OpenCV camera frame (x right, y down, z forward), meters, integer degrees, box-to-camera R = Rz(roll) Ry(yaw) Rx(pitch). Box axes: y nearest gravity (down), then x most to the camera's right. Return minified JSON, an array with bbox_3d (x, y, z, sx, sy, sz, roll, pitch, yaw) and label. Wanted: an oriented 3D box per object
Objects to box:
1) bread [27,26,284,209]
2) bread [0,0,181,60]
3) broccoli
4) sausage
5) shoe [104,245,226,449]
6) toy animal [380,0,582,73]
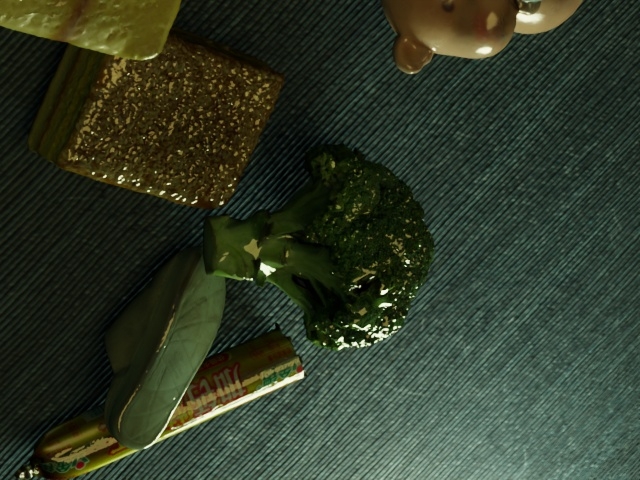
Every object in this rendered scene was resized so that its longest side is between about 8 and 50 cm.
[{"bbox_3d":[-0.180,-0.143,1.943,0.234,0.110,0.184,17,104,-39],"label":"bread"},{"bbox_3d":[-0.218,-0.379,1.662,0.233,0.245,0.362,11,116,-38],"label":"bread"},{"bbox_3d":[0.000,0.000,2.058,0.270,0.270,0.270,0,118,-8],"label":"broccoli"},{"bbox_3d":[-0.199,0.204,2.151,0.371,0.082,0.082,-23,126,-18],"label":"sausage"},{"bbox_3d":[-0.198,0.120,2.093,0.103,0.100,0.251,38,70,-50],"label":"shoe"},{"bbox_3d":[0.186,-0.316,2.023,0.221,0.229,0.210,-26,105,-67],"label":"toy animal"}]
